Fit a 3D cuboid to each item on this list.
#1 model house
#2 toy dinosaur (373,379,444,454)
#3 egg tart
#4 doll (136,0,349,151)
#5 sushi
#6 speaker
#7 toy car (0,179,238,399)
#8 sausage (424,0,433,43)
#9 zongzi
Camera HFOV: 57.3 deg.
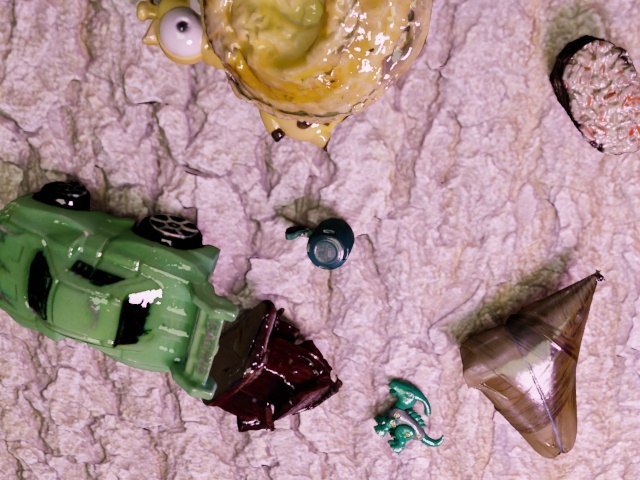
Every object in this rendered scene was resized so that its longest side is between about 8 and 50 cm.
[{"bbox_3d":[-0.081,0.209,0.904,0.164,0.141,0.203,28,134,-29],"label":"model house"},{"bbox_3d":[0.144,0.290,0.946,0.132,0.059,0.096,41,104,-4],"label":"toy dinosaur"},{"bbox_3d":[-0.024,-0.248,0.584,0.279,0.095,0.279,10,111,26],"label":"egg tart"},{"bbox_3d":[-0.091,-0.221,0.729,0.291,0.086,0.117,35,80,-10],"label":"doll"},{"bbox_3d":[0.348,-0.176,0.723,0.090,0.078,0.150,-32,108,15],"label":"sushi"},{"bbox_3d":[0.000,-0.005,0.819,0.094,0.075,0.060,31,111,1],"label":"speaker"},{"bbox_3d":[-0.287,0.069,0.813,0.359,0.176,0.213,19,112,-4],"label":"toy car"},{"bbox_3d":[0.060,-0.308,0.654,0.148,0.148,0.254,1,108,3],"label":"sausage"},{"bbox_3d":[0.356,0.184,0.856,0.242,0.112,0.221,-38,104,16],"label":"zongzi"}]
